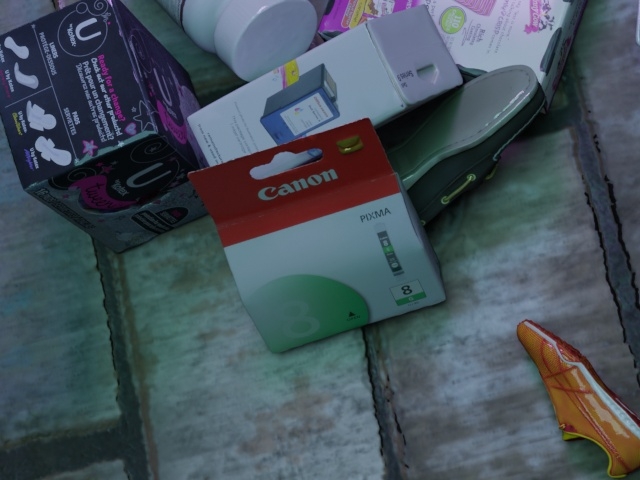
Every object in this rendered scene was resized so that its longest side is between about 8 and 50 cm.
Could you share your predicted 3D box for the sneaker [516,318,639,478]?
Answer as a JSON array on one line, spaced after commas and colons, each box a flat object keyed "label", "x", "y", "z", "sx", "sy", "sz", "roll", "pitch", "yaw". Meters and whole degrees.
[{"label": "sneaker", "x": 0.232, "y": 0.144, "z": 1.795, "sx": 0.067, "sy": 0.064, "sz": 0.175, "roll": -43, "pitch": 67, "yaw": 11}]

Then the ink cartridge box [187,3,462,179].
[{"label": "ink cartridge box", "x": 0.007, "y": -0.132, "z": 1.835, "sx": 0.212, "sy": 0.154, "sz": 0.093, "roll": -24, "pitch": 93, "yaw": 28}]

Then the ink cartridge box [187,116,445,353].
[{"label": "ink cartridge box", "x": 0.000, "y": 0.000, "z": 1.809, "sx": 0.181, "sy": 0.224, "sz": 0.056, "roll": -17, "pitch": 49, "yaw": 10}]

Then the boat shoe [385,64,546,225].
[{"label": "boat shoe", "x": 0.126, "y": -0.080, "z": 1.853, "sx": 0.228, "sy": 0.069, "sz": 0.081, "roll": -36, "pitch": 35, "yaw": 20}]

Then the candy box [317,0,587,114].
[{"label": "candy box", "x": 0.135, "y": -0.234, "z": 1.914, "sx": 0.233, "sy": 0.071, "sz": 0.159, "roll": 18, "pitch": 81, "yaw": 19}]

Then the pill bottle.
[{"label": "pill bottle", "x": -0.105, "y": -0.261, "z": 1.937, "sx": 0.121, "sy": 0.121, "sz": 0.221, "roll": -43, "pitch": 58, "yaw": 0}]

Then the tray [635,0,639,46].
[{"label": "tray", "x": 0.365, "y": -0.294, "z": 1.868, "sx": 0.145, "sy": 0.030, "sz": 0.270, "roll": 11, "pitch": 75, "yaw": -20}]

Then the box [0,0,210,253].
[{"label": "box", "x": -0.198, "y": -0.108, "z": 1.872, "sx": 0.142, "sy": 0.247, "sz": 0.163, "roll": -24, "pitch": 71, "yaw": 9}]
